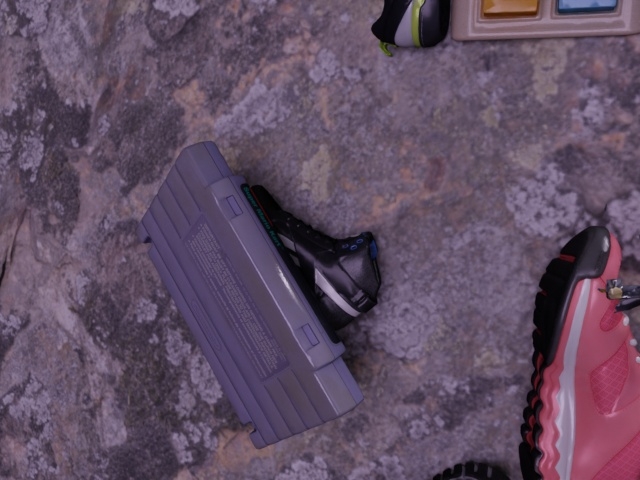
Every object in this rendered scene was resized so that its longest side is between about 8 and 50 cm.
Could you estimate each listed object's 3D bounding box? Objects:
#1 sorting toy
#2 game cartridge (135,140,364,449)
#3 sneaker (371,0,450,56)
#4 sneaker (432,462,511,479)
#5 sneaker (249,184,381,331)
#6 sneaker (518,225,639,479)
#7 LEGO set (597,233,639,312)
[{"bbox_3d":[0.245,-0.315,0.626,0.208,0.038,0.192,5,96,23],"label":"sorting toy"},{"bbox_3d":[-0.102,0.077,0.746,0.230,0.068,0.355,-39,78,45],"label":"game cartridge"},{"bbox_3d":[0.093,-0.331,0.664,0.097,0.084,0.234,4,96,24],"label":"sneaker"},{"bbox_3d":[0.151,0.342,0.706,0.208,0.081,0.094,-39,86,28],"label":"sneaker"},{"bbox_3d":[0.000,0.000,0.745,0.121,0.079,0.216,-33,82,12],"label":"sneaker"},{"bbox_3d":[0.296,0.140,0.621,0.136,0.116,0.313,5,100,9],"label":"sneaker"},{"bbox_3d":[0.421,0.118,0.495,0.255,0.192,0.331,-25,95,16],"label":"LEGO set"}]
